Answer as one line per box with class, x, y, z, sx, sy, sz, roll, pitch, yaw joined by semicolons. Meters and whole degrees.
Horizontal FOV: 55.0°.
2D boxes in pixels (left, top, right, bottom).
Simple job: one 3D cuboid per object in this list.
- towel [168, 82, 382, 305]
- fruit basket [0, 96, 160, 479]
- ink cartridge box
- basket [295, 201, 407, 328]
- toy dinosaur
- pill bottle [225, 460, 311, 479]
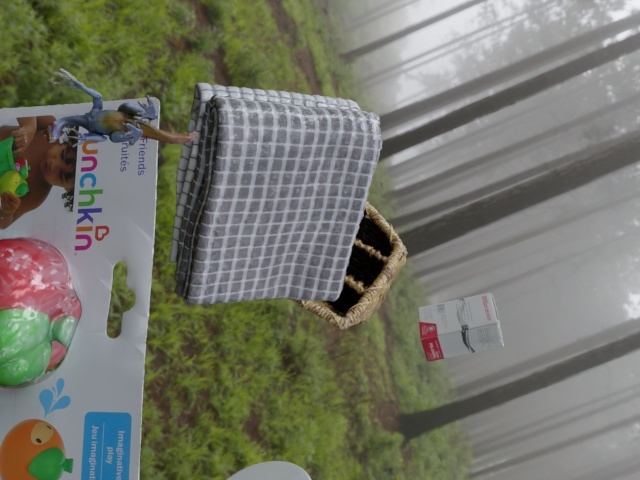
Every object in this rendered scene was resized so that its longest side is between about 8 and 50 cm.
towel;-0.060;-0.044;0.786;0.121;0.235;0.283;42;-53;47
fruit basket;-0.307;0.043;0.494;0.165;0.354;0.326;35;55;-71
ink cartridge box;0.273;0.168;1.204;0.109;0.151;0.063;-78;151;-62
basket;0.000;0.000;1.122;0.299;0.213;0.223;33;4;15
toy dinosaur;-0.150;-0.075;0.428;0.090;0.082;0.047;33;66;-44
pill bottle;-0.039;0.421;0.745;0.162;0.162;0.278;-97;173;-70
